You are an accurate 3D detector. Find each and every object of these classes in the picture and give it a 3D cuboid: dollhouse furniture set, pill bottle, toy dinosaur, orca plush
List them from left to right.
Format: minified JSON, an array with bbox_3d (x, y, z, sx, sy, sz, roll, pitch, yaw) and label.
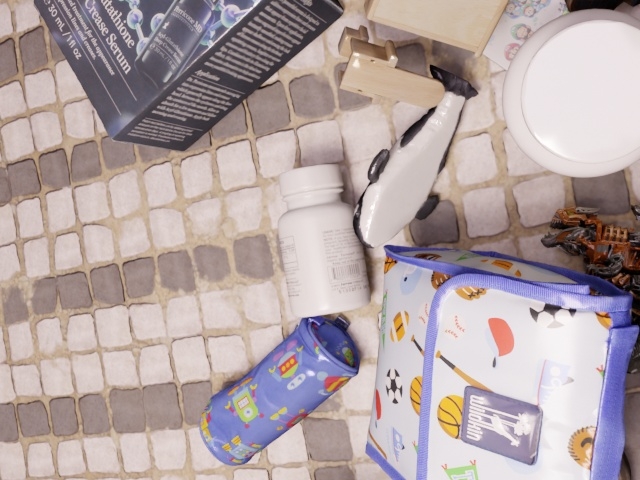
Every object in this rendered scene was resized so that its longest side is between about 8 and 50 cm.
[{"bbox_3d":[0.000,0.000,1.103,0.131,0.131,0.229,-10,88,23],"label":"pill bottle"},{"bbox_3d":[0.119,-0.132,1.065,0.102,0.151,0.287,33,108,52],"label":"orca plush"},{"bbox_3d":[0.144,-0.411,1.028,0.173,0.356,0.303,13,129,-14],"label":"dollhouse furniture set"},{"bbox_3d":[0.319,-0.174,0.837,0.187,0.334,0.188,3,101,17],"label":"pill bottle"},{"bbox_3d":[0.443,0.075,0.917,0.322,0.164,0.218,30,87,41],"label":"toy dinosaur"}]

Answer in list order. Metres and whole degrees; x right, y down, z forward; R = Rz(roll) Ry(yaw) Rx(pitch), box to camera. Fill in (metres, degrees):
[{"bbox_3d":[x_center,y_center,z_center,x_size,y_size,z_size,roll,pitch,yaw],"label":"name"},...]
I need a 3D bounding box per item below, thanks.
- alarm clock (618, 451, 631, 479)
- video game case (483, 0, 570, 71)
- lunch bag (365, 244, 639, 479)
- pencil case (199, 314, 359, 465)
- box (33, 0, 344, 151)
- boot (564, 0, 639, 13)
[{"bbox_3d":[0.382,0.361,0.997,0.129,0.064,0.192,-5,93,23],"label":"alarm clock"},{"bbox_3d":[0.317,-0.321,1.014,0.143,0.019,0.157,41,107,17],"label":"video game case"},{"bbox_3d":[0.216,0.184,0.867,0.238,0.385,0.328,2,97,-21],"label":"lunch bag"},{"bbox_3d":[-0.071,0.246,1.150,0.306,0.119,0.133,-43,72,19],"label":"pencil case"},{"bbox_3d":[-0.218,-0.384,1.136,0.395,0.212,0.294,-37,78,20],"label":"box"},{"bbox_3d":[0.360,-0.353,0.908,0.106,0.219,0.082,49,140,23],"label":"boot"}]
